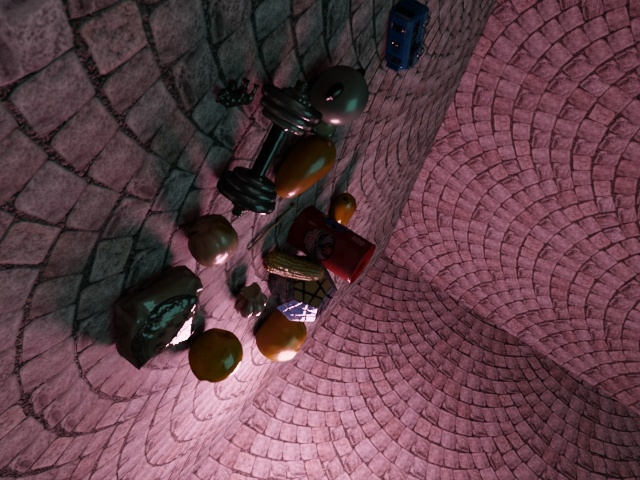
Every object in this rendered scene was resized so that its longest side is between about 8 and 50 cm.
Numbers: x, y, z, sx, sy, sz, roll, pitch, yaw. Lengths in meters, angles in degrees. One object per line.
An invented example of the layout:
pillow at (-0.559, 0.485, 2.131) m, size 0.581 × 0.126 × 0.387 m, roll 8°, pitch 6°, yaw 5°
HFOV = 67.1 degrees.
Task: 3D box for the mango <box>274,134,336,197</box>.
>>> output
mango at (-0.054, -0.249, 1.625) m, size 0.254 × 0.139 × 0.175 m, roll -48°, pitch 170°, yaw -7°

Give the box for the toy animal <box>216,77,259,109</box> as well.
toy animal at (-0.204, -0.348, 1.158) m, size 0.065 × 0.047 × 0.136 m, roll -57°, pitch 172°, yaw 31°

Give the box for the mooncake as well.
mooncake at (-0.450, 0.221, 1.373) m, size 0.250 × 0.136 × 0.254 m, roll -34°, pitch 153°, yaw -46°

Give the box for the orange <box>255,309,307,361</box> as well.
orange at (-0.196, 0.490, 2.479) m, size 0.279 × 0.235 × 0.279 m, roll -49°, pitch 170°, yaw -12°

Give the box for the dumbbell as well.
dumbbell at (-0.141, -0.244, 1.310) m, size 0.405 × 0.179 × 0.179 m, roll -60°, pitch 164°, yaw 15°

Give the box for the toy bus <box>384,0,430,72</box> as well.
toy bus at (0.314, -0.754, 1.789) m, size 0.134 × 0.114 × 0.246 m, roll -46°, pitch 160°, yaw -21°

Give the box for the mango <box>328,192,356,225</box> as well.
mango at (0.101, -0.134, 2.368) m, size 0.138 × 0.113 × 0.253 m, roll -52°, pitch 169°, yaw -45°

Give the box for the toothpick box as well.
toothpick box at (0.047, 0.017, 2.091) m, size 0.204 × 0.334 × 0.204 m, roll -51°, pitch 164°, yaw -21°

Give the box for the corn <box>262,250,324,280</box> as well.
corn at (-0.108, 0.111, 2.025) m, size 0.292 × 0.101 × 0.101 m, roll 14°, pitch 113°, yaw -33°

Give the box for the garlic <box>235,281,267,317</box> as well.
garlic at (-0.300, 0.264, 1.966) m, size 0.194 × 0.127 × 0.131 m, roll -44°, pitch 179°, yaw 39°

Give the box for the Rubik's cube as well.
Rubik's cube at (-0.081, 0.218, 2.230) m, size 0.318 × 0.320 × 0.263 m, roll 104°, pitch -2°, yaw -50°

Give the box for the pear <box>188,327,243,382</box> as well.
pear at (-0.402, 0.440, 1.836) m, size 0.208 × 0.209 × 0.208 m, roll -51°, pitch 163°, yaw -22°

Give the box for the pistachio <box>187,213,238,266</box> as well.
pistachio at (-0.305, 0.005, 1.374) m, size 0.144 × 0.144 × 0.215 m, roll -50°, pitch 175°, yaw -25°

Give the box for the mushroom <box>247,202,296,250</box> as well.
mushroom at (-0.183, -0.053, 1.851) m, size 0.286 × 0.026 × 0.028 m, roll -47°, pitch 146°, yaw -27°

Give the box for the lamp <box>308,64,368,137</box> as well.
lamp at (0.043, -0.435, 1.517) m, size 0.198 × 0.197 × 0.244 m, roll -45°, pitch -177°, yaw -36°
